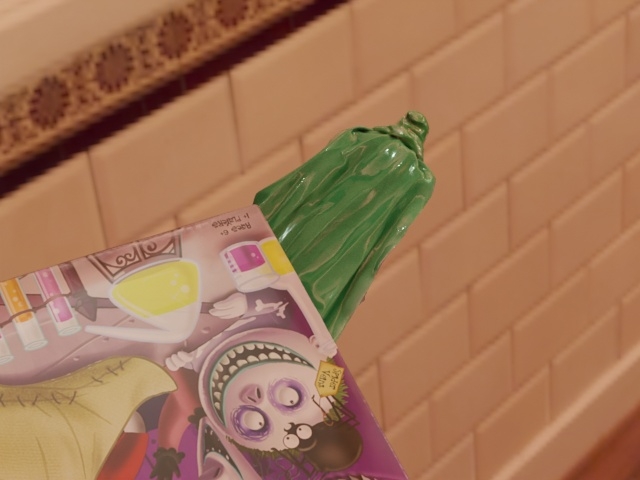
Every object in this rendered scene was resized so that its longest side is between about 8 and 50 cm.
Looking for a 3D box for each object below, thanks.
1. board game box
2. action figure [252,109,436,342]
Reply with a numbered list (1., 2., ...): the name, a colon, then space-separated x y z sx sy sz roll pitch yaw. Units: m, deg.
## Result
1. board game box: -0.130 0.126 0.427 0.347 0.056 0.208 -19 67 -24
2. action figure: 0.000 0.000 1.009 0.137 0.063 0.232 36 70 14
